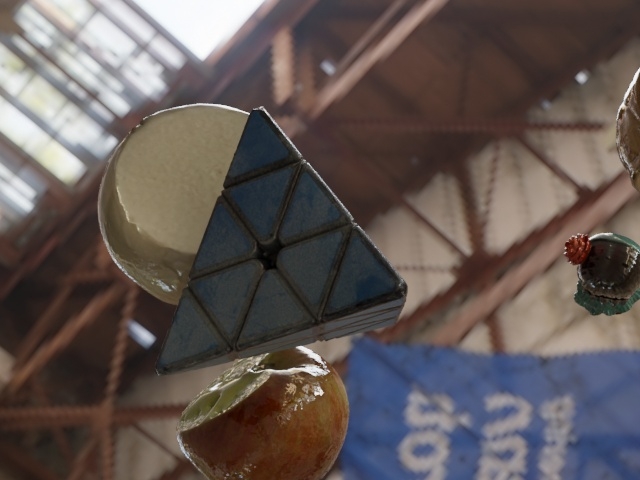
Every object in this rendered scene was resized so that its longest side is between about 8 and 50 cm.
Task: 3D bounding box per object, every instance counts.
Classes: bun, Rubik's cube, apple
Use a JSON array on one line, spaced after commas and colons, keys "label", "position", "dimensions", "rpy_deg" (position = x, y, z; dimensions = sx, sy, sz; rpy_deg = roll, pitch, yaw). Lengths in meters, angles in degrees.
[{"label": "bun", "position": [-0.096, -0.019, 1.556], "dimensions": [0.120, 0.173, 0.173], "rpy_deg": [101, 12, -56]}, {"label": "Rubik's cube", "position": [0.000, 0.000, 1.358], "dimensions": [0.211, 0.190, 0.178], "rpy_deg": [-16, -169, -32]}, {"label": "apple", "position": [-0.053, 0.194, 2.053], "dimensions": [0.173, 0.160, 0.195], "rpy_deg": [-53, -169, 15]}]

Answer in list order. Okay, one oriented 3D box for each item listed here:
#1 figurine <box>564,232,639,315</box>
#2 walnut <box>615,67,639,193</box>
[{"label": "figurine", "position": [0.207, 0.026, 1.403], "dimensions": [0.106, 0.060, 0.047], "rpy_deg": [74, 36, -68]}, {"label": "walnut", "position": [0.304, -0.115, 1.520], "dimensions": [0.087, 0.211, 0.167], "rpy_deg": [52, -60, 28]}]
